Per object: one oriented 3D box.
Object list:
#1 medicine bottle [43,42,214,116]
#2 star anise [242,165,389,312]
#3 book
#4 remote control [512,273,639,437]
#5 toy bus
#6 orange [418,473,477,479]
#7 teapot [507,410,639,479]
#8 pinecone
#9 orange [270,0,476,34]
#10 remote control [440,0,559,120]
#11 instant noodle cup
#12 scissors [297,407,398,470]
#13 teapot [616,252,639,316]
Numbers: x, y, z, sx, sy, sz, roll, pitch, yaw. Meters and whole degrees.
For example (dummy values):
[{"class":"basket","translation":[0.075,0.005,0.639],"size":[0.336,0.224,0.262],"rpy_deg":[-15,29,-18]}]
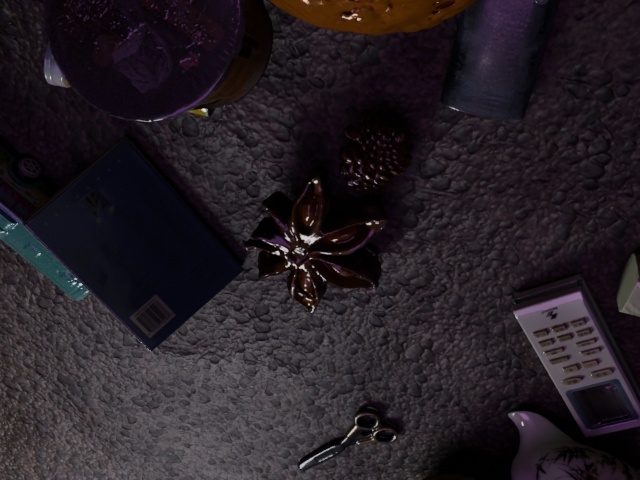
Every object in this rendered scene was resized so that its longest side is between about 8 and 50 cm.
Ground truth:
[{"class":"medicine bottle","translation":[-0.243,-0.214,1.078],"size":[0.218,0.074,0.074],"rpy_deg":[14,127,2]},{"class":"star anise","translation":[0.004,-0.004,1.157],"size":[0.214,0.099,0.220],"rpy_deg":[34,127,-28]},{"class":"book","translation":[-0.266,0.009,1.207],"size":[0.191,0.025,0.269],"rpy_deg":[-42,112,-6]},{"class":"remote control","translation":[0.386,0.178,1.216],"size":[0.103,0.055,0.277],"rpy_deg":[-21,117,26]},{"class":"toy bus","translation":[-0.420,-0.029,1.231],"size":[0.262,0.109,0.091],"rpy_deg":[42,129,-16]},{"class":"orange","translation":[0.240,0.542,1.361],"size":[0.329,0.249,0.329],"rpy_deg":[37,151,24]},{"class":"teapot","translation":[0.427,0.386,1.311],"size":[0.300,0.165,0.208],"rpy_deg":[18,145,-12]},{"class":"pinecone","translation":[0.068,-0.110,1.062],"size":[0.102,0.102,0.109],"rpy_deg":[22,130,-3]},{"class":"orange","translation":[0.044,-0.366,0.760],"size":[0.341,0.293,0.340],"rpy_deg":[-6,121,-10]},{"class":"remote control","translation":[0.224,-0.311,0.918],"size":[0.107,0.044,0.377],"rpy_deg":[10,127,1]},{"class":"instant noodle cup","translation":[-0.161,-0.238,0.926],"size":[0.218,0.207,0.217],"rpy_deg":[1,96,11]},{"class":"scissors","translation":[0.036,0.359,1.451],"size":[0.088,0.017,0.220],"rpy_deg":[41,124,-20]},{"class":"teapot","translation":[0.505,0.088,1.093],"size":[0.201,0.107,0.077],"rpy_deg":[14,124,3]}]
